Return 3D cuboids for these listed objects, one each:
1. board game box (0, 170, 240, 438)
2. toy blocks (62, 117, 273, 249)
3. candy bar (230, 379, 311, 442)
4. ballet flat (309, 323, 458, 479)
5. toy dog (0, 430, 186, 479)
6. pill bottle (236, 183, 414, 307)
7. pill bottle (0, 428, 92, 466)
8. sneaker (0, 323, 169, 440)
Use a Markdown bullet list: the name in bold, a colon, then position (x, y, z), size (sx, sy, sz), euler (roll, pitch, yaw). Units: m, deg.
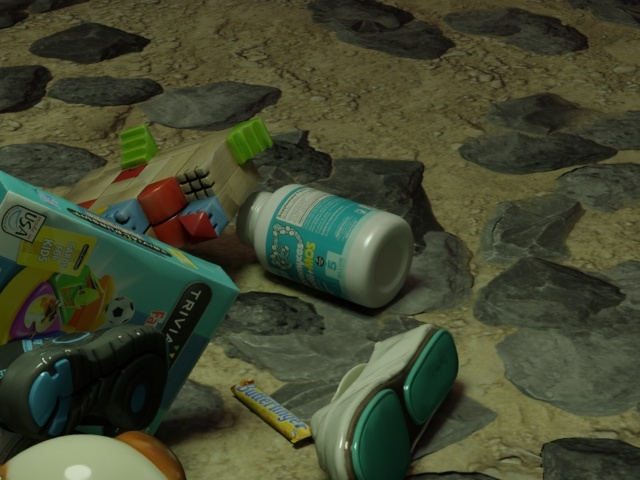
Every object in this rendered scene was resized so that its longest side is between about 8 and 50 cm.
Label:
- **board game box**: position (-0.301, 0.095, 1.784), size (0.336, 0.254, 0.079), euler (25, 11, -34)
- **toy blocks**: position (-0.271, -0.040, 2.239), size (0.381, 0.191, 0.261), euler (-15, 24, 26)
- **candy bar**: position (-0.063, 0.226, 1.951), size (0.040, 0.018, 0.161), euler (-17, 32, -32)
- **ballet flat**: position (0.063, 0.224, 1.865), size (0.139, 0.139, 0.400), euler (10, 24, 18)
- **toy dog**: position (-0.188, 0.349, 1.309), size (0.284, 0.395, 0.408), euler (-20, 41, -19)
- **pill bottle**: position (0.000, 0.000, 2.262), size (0.264, 0.146, 0.146), euler (18, 32, 32)
- **pill bottle**: position (-0.332, 0.282, 1.672), size (0.283, 0.161, 0.161), euler (13, 29, 24)
- **sneaker**: position (-0.282, 0.147, 1.660), size (0.139, 0.125, 0.341), euler (8, -1, 22)
